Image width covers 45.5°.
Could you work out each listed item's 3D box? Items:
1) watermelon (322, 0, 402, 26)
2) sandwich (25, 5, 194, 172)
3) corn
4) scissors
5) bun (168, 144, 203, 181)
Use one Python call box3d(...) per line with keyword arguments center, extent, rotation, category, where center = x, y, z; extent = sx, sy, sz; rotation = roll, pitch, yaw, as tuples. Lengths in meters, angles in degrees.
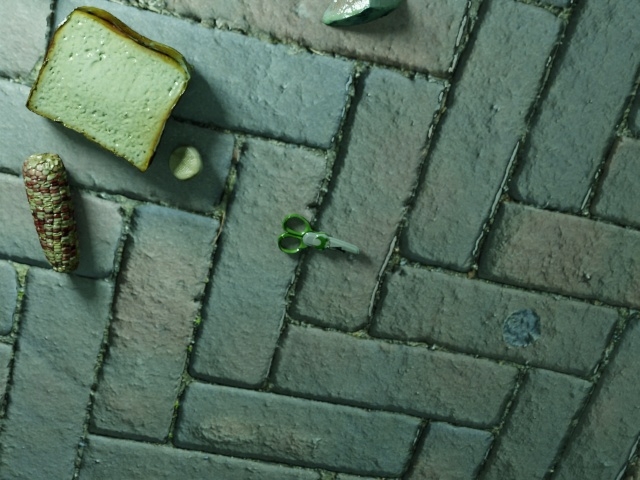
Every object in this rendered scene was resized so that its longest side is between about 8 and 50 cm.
box3d(center=(0.088, -0.517, 1.657), extent=(0.180, 0.081, 0.094), rotation=(-33, 86, 3), category="watermelon")
box3d(center=(-0.452, -0.336, 1.656), extent=(0.301, 0.099, 0.271), rotation=(28, 102, -12), category="sandwich")
box3d(center=(-0.612, -0.061, 1.757), extent=(0.098, 0.098, 0.290), rotation=(-7, 116, -2), category="corn")
box3d(center=(0.000, 0.000, 1.869), extent=(0.204, 0.027, 0.101), rotation=(13, 113, -8), category="scissors")
box3d(center=(-0.306, -0.179, 1.754), extent=(0.086, 0.055, 0.086), rotation=(2, 97, 18), category="bun")
